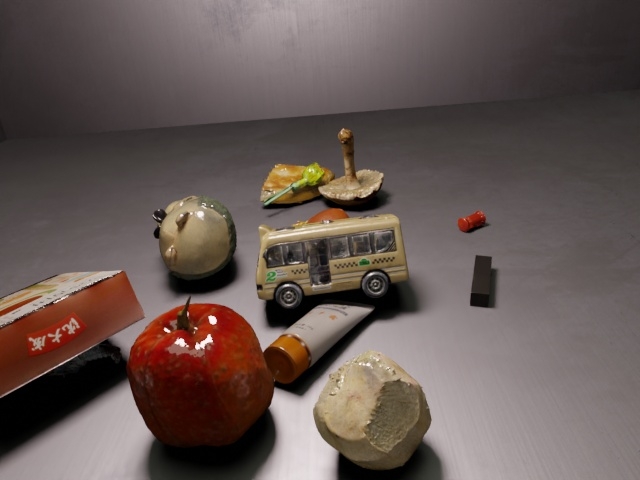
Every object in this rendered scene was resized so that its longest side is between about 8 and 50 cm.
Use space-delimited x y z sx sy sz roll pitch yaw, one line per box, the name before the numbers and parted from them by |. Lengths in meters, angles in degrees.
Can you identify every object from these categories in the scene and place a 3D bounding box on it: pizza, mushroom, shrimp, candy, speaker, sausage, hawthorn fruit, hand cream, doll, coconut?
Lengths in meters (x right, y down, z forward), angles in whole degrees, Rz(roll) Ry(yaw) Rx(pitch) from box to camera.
pizza | -0.102 -0.218 2.001 0.336 0.086 0.226 -23 44 -32
mushroom | 0.130 -0.256 1.844 0.208 0.301 0.233 20 34 -2
shrimp | -0.533 0.249 1.156 0.174 0.076 0.082 -12 44 -10
candy | -0.095 -0.191 1.869 0.262 0.073 0.077 -34 2 -25
speaker | 0.409 0.099 1.333 0.046 0.040 0.191 5 27 17
sausage | -0.002 -0.002 1.502 0.133 0.133 0.258 15 41 35
hawthorn fruit | -0.212 0.239 0.936 0.258 0.262 0.258 -37 27 22
hand cream | 0.002 0.202 1.161 0.140 0.089 0.314 4 18 28
doll | -0.360 -0.025 1.512 0.248 0.247 0.349 -7 14 -4
coconut | 0.088 0.284 0.870 0.195 0.194 0.194 -4 26 2

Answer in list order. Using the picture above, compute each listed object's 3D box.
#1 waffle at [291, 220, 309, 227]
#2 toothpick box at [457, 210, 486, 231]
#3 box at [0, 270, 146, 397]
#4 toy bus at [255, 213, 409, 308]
waffle | -0.022 -0.021 1.658 0.191 0.038 0.191 -3 26 1
toothpick box | 0.469 -0.059 1.638 0.083 0.047 0.047 -21 30 -27
box | -0.628 0.188 1.128 0.386 0.122 0.345 -5 19 47
toy bus | 0.020 0.042 1.293 0.366 0.201 0.177 -8 6 -2
